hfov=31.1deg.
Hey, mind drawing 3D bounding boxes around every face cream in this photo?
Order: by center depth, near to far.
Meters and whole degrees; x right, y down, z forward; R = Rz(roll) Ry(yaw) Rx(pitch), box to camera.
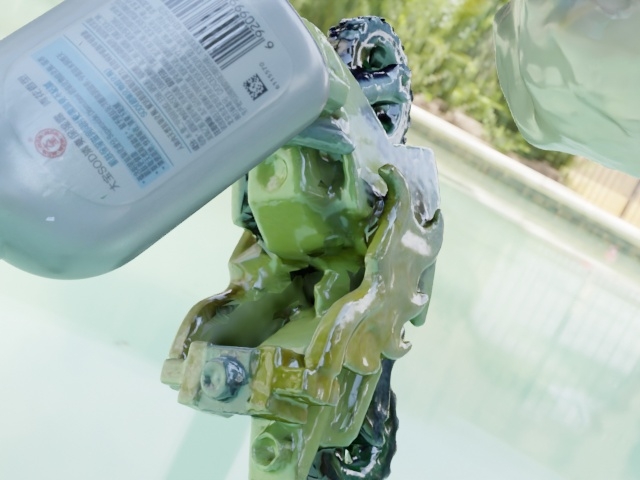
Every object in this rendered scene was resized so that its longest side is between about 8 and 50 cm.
[{"bbox_3d":[-0.152,-0.062,0.727,0.163,0.336,0.080,49,-25,1],"label":"face cream"}]

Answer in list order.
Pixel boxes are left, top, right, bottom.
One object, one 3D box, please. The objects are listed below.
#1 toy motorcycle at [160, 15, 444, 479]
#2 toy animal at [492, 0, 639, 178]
[{"bbox_3d":[0.000,0.000,0.910,0.168,0.410,0.237,-6,-15,36],"label":"toy motorcycle"},{"bbox_3d":[0.168,-0.142,0.506,0.188,0.266,0.308,12,27,-40],"label":"toy animal"}]
